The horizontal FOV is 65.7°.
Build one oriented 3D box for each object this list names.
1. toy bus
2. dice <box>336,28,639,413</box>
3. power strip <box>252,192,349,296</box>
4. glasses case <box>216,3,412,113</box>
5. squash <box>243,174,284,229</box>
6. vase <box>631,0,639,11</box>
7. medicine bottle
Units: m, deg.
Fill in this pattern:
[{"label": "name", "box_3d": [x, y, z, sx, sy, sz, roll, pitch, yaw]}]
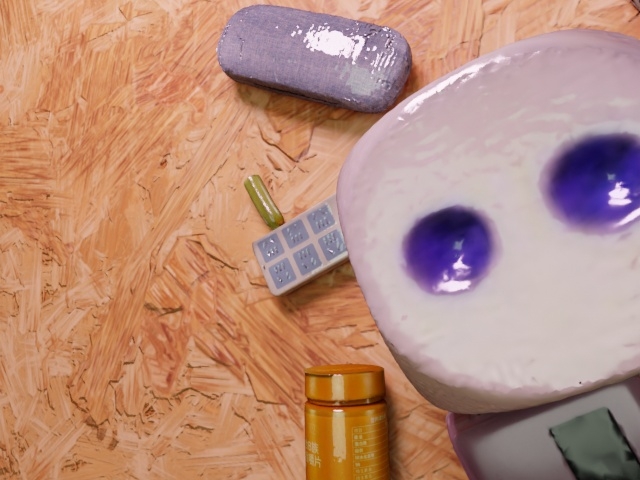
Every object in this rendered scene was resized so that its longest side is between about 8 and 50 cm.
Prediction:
[{"label": "toy bus", "box_3d": [0.234, 0.182, 0.451, 0.202, 0.142, 0.142, -31, 73, 17]}, {"label": "dice", "box_3d": [0.175, -0.012, 0.441, 0.251, 0.259, 0.243, -26, 77, 17]}, {"label": "power strip", "box_3d": [0.000, 0.000, 0.633, 0.192, 0.035, 0.082, -30, 73, 18]}, {"label": "glasses case", "box_3d": [-0.017, -0.242, 0.651, 0.282, 0.067, 0.109, 20, 89, 26]}, {"label": "squash", "box_3d": [-0.075, -0.049, 0.674, 0.027, 0.027, 0.083, -35, 72, 16]}, {"label": "vase", "box_3d": [0.470, -0.336, 0.373, 0.445, 0.250, 0.250, -31, 73, 22]}, {"label": "medicine bottle", "box_3d": [0.030, 0.241, 0.557, 0.096, 0.096, 0.192, -5, 83, 23]}]
